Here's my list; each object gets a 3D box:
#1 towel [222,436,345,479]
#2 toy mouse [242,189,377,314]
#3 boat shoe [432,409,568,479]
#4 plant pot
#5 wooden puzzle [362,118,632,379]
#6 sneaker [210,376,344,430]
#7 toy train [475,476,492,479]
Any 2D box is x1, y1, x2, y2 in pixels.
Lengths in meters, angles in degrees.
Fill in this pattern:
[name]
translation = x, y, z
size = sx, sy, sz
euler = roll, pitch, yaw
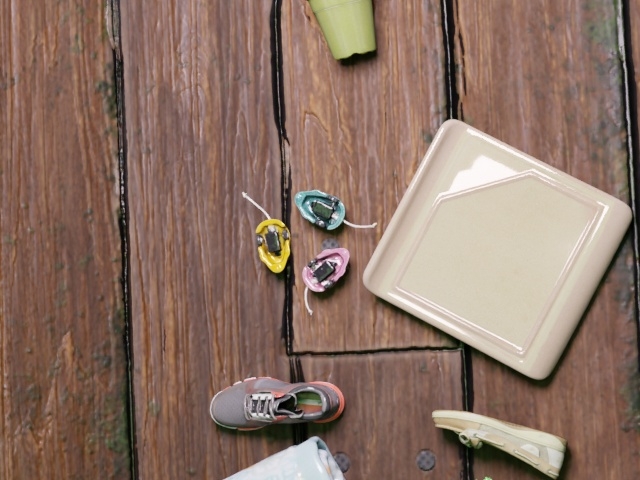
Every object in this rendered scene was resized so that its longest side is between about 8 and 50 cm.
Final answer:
[towel]
translation = -0.057, 0.453, 1.767
size = 0.321, 0.090, 0.374
euler = -28, 80, 9
[toy mouse]
translation = 0.000, 0.000, 1.816
size = 0.143, 0.031, 0.161
euler = -18, 82, 11
[boat shoe]
translation = 0.196, 0.223, 1.745
size = 0.153, 0.056, 0.048
euler = 14, 85, 6
[plant pot]
translation = 0.032, -0.251, 1.810
size = 0.083, 0.083, 0.079
euler = -14, 96, 11
[wooden puzzle]
translation = 0.199, 0.009, 1.769
size = 0.239, 0.044, 0.221
euler = 28, 92, 9
[sneaker]
translation = -0.055, 0.185, 1.797
size = 0.158, 0.065, 0.061
euler = -8, 84, 12
[toy train]
translation = 0.156, 0.283, 1.763
size = 0.083, 0.024, 0.017
euler = -17, 82, 11
